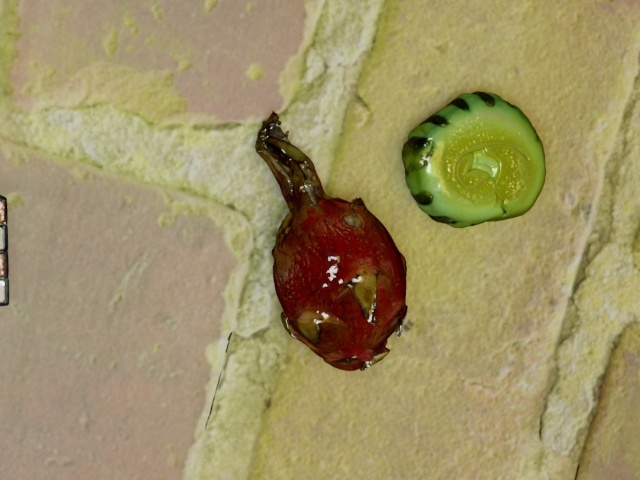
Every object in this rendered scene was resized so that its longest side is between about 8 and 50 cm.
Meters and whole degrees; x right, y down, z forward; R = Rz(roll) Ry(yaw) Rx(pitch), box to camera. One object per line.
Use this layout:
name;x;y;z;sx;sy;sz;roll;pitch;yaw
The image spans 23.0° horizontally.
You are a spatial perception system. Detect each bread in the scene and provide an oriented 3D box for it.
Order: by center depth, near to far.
bread;0.142;-0.073;1.481;0.139;0.071;0.130;-29;107;-16

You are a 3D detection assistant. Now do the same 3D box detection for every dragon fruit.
dragon fruit;0.000;0.000;1.422;0.125;0.125;0.246;-16;81;-48

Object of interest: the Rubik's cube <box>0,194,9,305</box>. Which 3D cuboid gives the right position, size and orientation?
Rubik's cube;-0.313;0.007;1.317;0.092;0.092;0.092;-2;96;-19
